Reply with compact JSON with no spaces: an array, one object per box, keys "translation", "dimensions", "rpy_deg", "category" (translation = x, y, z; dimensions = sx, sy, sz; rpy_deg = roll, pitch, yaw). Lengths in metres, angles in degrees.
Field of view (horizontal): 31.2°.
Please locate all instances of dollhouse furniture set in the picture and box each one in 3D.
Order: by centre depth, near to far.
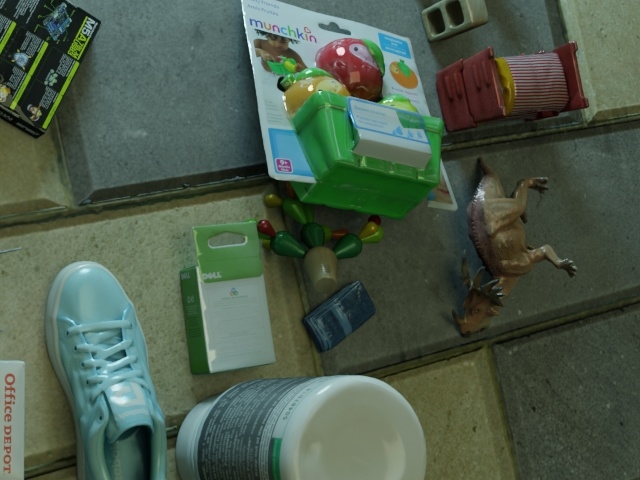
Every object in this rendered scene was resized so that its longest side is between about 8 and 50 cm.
[{"translation":[0.291,-0.377,1.923],"dimensions":[0.201,0.152,0.374],"rpy_deg":[-13,90,-32],"category":"dollhouse furniture set"}]

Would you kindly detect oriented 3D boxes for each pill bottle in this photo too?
[{"translation":[-0.042,0.281,1.501],"dimensions":[0.204,0.361,0.204],"rpy_deg":[5,81,-31],"category":"pill bottle"}]

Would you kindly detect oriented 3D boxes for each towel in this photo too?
[{"translation":[0.031,0.116,1.766],"dimensions":[0.119,0.029,0.067],"rpy_deg":[-36,102,-30],"category":"towel"}]

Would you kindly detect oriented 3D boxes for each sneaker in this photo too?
[{"translation":[-0.261,0.201,1.504],"dimensions":[0.135,0.150,0.365],"rpy_deg":[-12,89,-33],"category":"sneaker"}]

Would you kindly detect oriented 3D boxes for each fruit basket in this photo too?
[{"translation":[0.048,-0.217,1.732],"dimensions":[0.327,0.165,0.353],"rpy_deg":[10,59,-30],"category":"fruit basket"}]

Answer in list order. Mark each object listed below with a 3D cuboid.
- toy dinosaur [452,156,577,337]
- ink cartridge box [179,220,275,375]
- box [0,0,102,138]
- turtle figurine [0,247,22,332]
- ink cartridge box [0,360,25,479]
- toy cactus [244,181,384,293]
[{"translation":[0.287,-0.003,1.891],"dimensions":[0.200,0.127,0.295],"rpy_deg":[-11,83,-25],"category":"toy dinosaur"},{"translation":[-0.138,0.083,1.648],"dimensions":[0.109,0.062,0.209],"rpy_deg":[-5,85,-32],"category":"ink cartridge box"},{"translation":[-0.415,-0.264,1.542],"dimensions":[0.184,0.045,0.190],"rpy_deg":[31,67,-26],"category":"box"},{"translation":[-0.488,0.066,1.411],"dimensions":[0.234,0.118,0.175],"rpy_deg":[-18,133,-31],"category":"turtle figurine"},{"translation":[-0.478,0.226,1.401],"dimensions":[0.220,0.093,0.160],"rpy_deg":[2,82,-31],"category":"ink cartridge box"},{"translation":[0.000,0.000,1.694],"dimensions":[0.219,0.112,0.180],"rpy_deg":[10,37,-20],"category":"toy cactus"}]
